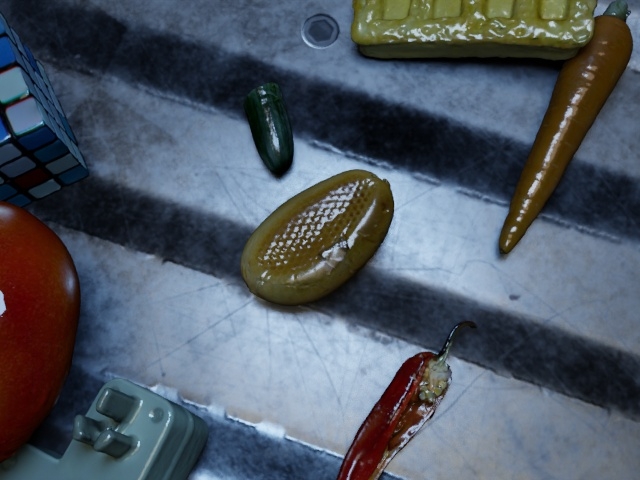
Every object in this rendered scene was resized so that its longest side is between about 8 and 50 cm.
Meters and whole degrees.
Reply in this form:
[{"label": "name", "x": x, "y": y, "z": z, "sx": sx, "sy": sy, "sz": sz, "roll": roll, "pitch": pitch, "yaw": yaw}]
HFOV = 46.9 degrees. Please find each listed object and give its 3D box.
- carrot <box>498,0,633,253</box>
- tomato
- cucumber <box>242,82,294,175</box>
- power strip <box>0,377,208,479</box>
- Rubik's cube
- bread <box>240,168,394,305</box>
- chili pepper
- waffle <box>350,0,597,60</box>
[{"label": "carrot", "x": 0.280, "y": -0.130, "z": 0.837, "sx": 0.069, "sy": 0.069, "sz": 0.336, "roll": 25, "pitch": 82, "yaw": 7}, {"label": "tomato", "x": -0.376, "y": 0.079, "z": 0.706, "sx": 0.298, "sy": 0.226, "sz": 0.299, "roll": -1, "pitch": 101, "yaw": -4}, {"label": "cucumber", "x": -0.056, "y": -0.126, "z": 0.848, "sx": 0.048, "sy": 0.048, "sz": 0.105, "roll": -16, "pitch": 77, "yaw": -2}, {"label": "power strip", "x": -0.220, "y": 0.261, "z": 0.691, "sx": 0.229, "sy": 0.141, "sz": 0.261, "roll": 19, "pitch": 71, "yaw": 24}, {"label": "Rubik's cube", "x": -0.366, "y": -0.128, "z": 0.802, "sx": 0.151, "sy": 0.154, "sz": 0.155, "roll": -25, "pitch": 78, "yaw": -5}, {"label": "bread", "x": 0.000, "y": 0.000, "z": 0.804, "sx": 0.189, "sy": 0.077, "sz": 0.114, "roll": -36, "pitch": 58, "yaw": -6}, {"label": "chili pepper", "x": 0.078, "y": 0.187, "z": 0.773, "sx": 0.050, "sy": 0.059, "sz": 0.268, "roll": 28, "pitch": 79, "yaw": 47}, {"label": "waffle", "x": 0.177, "y": -0.293, "z": 0.857, "sx": 0.274, "sy": 0.057, "sz": 0.168, "roll": 4, "pitch": 77, "yaw": 14}]
